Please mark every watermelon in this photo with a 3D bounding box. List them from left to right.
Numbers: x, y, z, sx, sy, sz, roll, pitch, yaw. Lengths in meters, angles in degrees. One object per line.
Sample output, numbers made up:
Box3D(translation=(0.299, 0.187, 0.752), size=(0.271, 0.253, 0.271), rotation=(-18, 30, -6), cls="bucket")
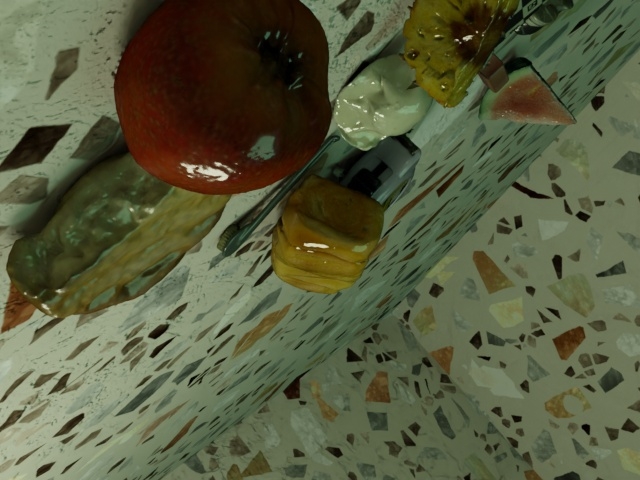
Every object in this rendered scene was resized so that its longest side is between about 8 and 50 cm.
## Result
Box3D(translation=(0.450, -0.328, 1.915), size=(0.207, 0.202, 0.136), rotation=(107, -6, -72), cls="watermelon")

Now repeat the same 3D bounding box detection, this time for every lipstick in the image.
Box3D(translation=(0.334, -0.327, 1.763), size=(0.045, 0.045, 0.145), rotation=(-46, 167, 9), cls="lipstick")

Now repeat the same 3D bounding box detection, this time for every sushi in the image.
Box3D(translation=(0.258, -0.354, 1.443), size=(0.210, 0.040, 0.192), rotation=(-42, 161, 13), cls="sushi")

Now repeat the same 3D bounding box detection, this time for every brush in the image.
Box3D(translation=(-0.068, -0.075, 1.444), size=(0.266, 0.027, 0.062), rotation=(-46, 169, 1), cls="brush")

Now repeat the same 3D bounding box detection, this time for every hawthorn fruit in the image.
Box3D(translation=(-0.103, -0.128, 0.820), size=(0.225, 0.197, 0.196), rotation=(-19, -174, 41), cls="hawthorn fruit")

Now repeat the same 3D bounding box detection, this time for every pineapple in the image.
Box3D(translation=(0.170, -0.296, 1.169), size=(0.079, 0.135, 0.233), rotation=(-14, 142, -48), cls="pineapple")

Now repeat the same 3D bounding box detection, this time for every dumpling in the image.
Box3D(translation=(0.091, -0.214, 1.317), size=(0.134, 0.100, 0.169), rotation=(19, 151, -37), cls="dumpling")

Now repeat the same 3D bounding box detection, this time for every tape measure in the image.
Box3D(translation=(0.090, -0.106, 1.656), size=(0.178, 0.105, 0.196), rotation=(-45, 172, -21), cls="tape measure")

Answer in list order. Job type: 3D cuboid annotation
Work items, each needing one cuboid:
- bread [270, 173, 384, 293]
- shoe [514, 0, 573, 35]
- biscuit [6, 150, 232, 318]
Box3D(translation=(0.000, 0.000, 1.548), size=(0.294, 0.166, 0.132), rotation=(118, -17, -69), cls="bread")
Box3D(translation=(0.377, -0.404, 1.595), size=(0.099, 0.071, 0.169), rotation=(-32, -172, 45), cls="shoe")
Box3D(translation=(-0.209, -0.021, 1.004), size=(0.274, 0.091, 0.213), rotation=(-42, 166, -9), cls="biscuit")
